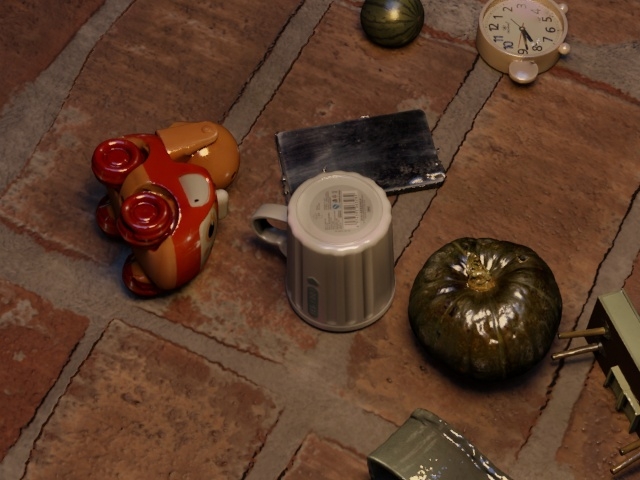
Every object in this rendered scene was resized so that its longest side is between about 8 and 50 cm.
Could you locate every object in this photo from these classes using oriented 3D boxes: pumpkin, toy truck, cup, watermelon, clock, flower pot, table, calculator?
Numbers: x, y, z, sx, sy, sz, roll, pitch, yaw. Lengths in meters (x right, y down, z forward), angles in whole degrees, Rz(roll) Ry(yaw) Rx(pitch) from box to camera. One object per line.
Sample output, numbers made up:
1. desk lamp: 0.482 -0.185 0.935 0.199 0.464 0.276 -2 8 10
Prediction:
1. pumpkin: 0.235 0.093 1.654 0.224 0.157 0.223 -7 49 8
2. toy truck: -0.214 -0.065 1.763 0.239 0.189 0.265 -17 58 -18
3. cup: 0.002 0.013 1.688 0.221 0.202 0.166 0 55 2
4. watermelon: 0.114 -0.389 1.998 0.133 0.105 0.105 23 61 31
5. clock: 0.347 -0.354 1.990 0.156 0.063 0.229 2 60 1
6. flower pot: 0.178 0.332 1.536 0.229 0.103 0.108 37 65 23
7. table: 0.413 0.207 1.594 0.111 0.121 0.240 -18 58 -9
8. calculator: 0.063 -0.134 1.885 0.262 0.021 0.161 -9 57 -3
